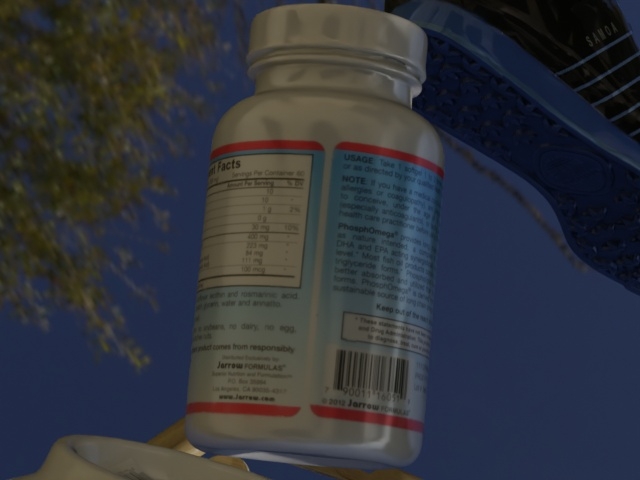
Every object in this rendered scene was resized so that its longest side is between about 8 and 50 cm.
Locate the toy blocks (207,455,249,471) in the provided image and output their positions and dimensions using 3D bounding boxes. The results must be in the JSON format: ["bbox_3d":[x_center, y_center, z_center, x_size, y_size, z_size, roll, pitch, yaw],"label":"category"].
[{"bbox_3d":[-0.065,0.230,1.379,0.123,0.148,0.054,-38,-135,6],"label":"toy blocks"}]

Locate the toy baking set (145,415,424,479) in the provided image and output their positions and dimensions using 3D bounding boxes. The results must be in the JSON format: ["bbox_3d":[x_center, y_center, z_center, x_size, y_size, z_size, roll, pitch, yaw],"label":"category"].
[{"bbox_3d":[-0.049,0.203,1.293,0.197,0.030,0.256,47,-125,7],"label":"toy baking set"}]

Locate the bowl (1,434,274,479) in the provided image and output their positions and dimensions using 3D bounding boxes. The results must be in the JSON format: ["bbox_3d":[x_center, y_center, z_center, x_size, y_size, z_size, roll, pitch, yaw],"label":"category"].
[{"bbox_3d":[-0.037,0.094,0.445,0.170,0.170,0.080,17,-89,20],"label":"bowl"}]

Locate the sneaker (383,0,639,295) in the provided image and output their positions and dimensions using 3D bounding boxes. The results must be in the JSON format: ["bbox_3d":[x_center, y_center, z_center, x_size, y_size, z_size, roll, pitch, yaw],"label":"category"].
[{"bbox_3d":[0.122,-0.058,0.830,0.081,0.232,0.090,-18,-137,47],"label":"sneaker"}]

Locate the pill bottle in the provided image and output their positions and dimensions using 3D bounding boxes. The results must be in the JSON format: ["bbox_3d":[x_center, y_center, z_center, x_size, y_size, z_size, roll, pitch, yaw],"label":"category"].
[{"bbox_3d":[0.000,0.000,0.689,0.087,0.087,0.160,3,-100,13],"label":"pill bottle"}]
